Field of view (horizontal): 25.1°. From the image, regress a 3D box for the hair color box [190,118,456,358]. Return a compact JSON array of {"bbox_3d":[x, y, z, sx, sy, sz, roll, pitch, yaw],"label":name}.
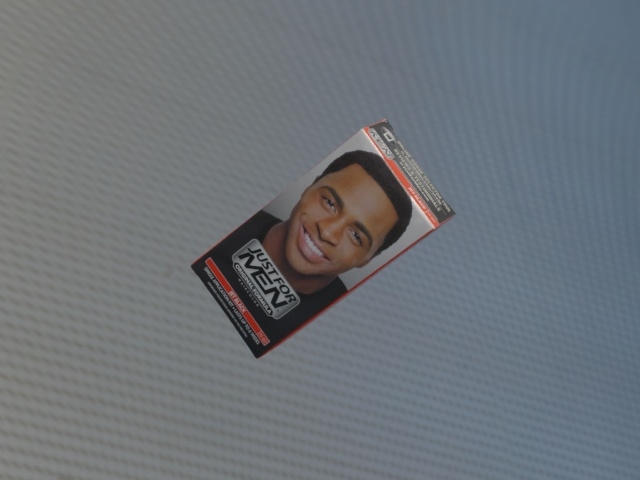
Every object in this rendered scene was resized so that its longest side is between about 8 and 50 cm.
[{"bbox_3d":[0.000,0.000,0.833,0.072,0.141,0.043,54,25,4],"label":"hair color box"}]
